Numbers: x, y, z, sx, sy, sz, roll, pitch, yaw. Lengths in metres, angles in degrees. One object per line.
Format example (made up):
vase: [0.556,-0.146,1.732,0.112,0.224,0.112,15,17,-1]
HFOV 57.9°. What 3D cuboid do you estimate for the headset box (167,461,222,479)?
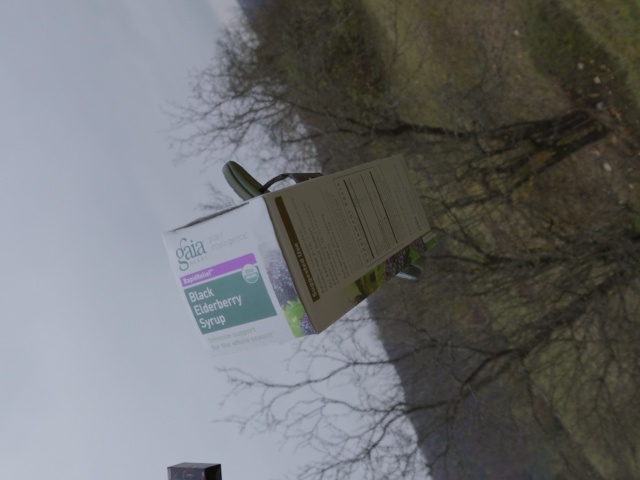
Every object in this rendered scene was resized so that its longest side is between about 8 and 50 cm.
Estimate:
headset box: [-0.169,0.330,0.769,0.032,0.083,0.062,9,-108,-55]

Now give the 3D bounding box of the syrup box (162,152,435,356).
syrup box: [0.000,0.000,0.460,0.237,0.093,0.096,-28,-82,-58]

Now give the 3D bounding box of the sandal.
sandal: [0.008,-0.041,0.789,0.303,0.086,0.120,25,-177,8]
